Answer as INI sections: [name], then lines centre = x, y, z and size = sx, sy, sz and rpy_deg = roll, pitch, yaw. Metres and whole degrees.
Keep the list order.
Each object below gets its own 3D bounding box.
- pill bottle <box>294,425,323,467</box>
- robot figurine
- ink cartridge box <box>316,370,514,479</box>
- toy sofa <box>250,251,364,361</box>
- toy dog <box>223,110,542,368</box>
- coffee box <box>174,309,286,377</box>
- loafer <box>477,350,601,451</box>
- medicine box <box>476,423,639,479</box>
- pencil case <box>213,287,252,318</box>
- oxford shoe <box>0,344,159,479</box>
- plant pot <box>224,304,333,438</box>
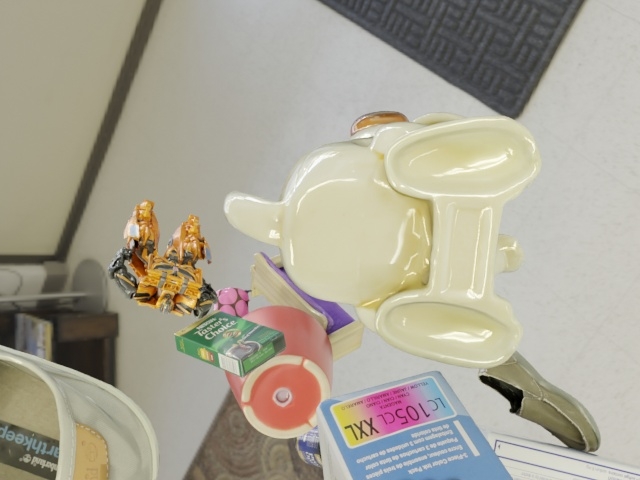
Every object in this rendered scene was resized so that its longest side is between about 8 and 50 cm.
[pill bottle]
centre = 0.032, 0.524, 1.925
size = 0.219, 0.123, 0.122
rpy_deg = -19, 75, 62
[robot figurine]
centre = -0.296, 0.036, 1.442
size = 0.085, 0.211, 0.291
rpy_deg = -61, 25, 23
[ink cartridge box]
centre = 0.133, 0.358, 0.695
size = 0.395, 0.151, 0.270
rpy_deg = -118, 18, -51
[toy sofa]
centre = -0.038, 0.164, 2.107
size = 0.362, 0.150, 0.177
rpy_deg = 41, 138, 35
[toy dog]
centre = 0.098, -0.033, 1.016
size = 0.396, 0.408, 0.284
rpy_deg = -5, 104, 9
[coffee box]
centre = -0.167, 0.184, 1.370
size = 0.184, 0.113, 0.040
rpy_deg = 13, 121, 41
[loafer]
centre = 0.377, 0.293, 1.332
size = 0.251, 0.087, 0.094
rpy_deg = 41, 149, 18
[medicine box]
centre = 0.346, 0.466, 1.181
size = 0.264, 0.149, 0.289
rpy_deg = 14, 81, 0
[pencil case]
centre = -0.228, 0.225, 1.944
size = 0.095, 0.098, 0.209
rpy_deg = -19, 52, 30
[oxford shoe]
centre = -0.335, 0.113, 0.513
size = 0.450, 0.130, 0.169
rpy_deg = 13, 81, 5
[plant pot]
centre = -0.089, 0.310, 1.718
size = 0.243, 0.275, 0.274
rpy_deg = -120, 41, -76
